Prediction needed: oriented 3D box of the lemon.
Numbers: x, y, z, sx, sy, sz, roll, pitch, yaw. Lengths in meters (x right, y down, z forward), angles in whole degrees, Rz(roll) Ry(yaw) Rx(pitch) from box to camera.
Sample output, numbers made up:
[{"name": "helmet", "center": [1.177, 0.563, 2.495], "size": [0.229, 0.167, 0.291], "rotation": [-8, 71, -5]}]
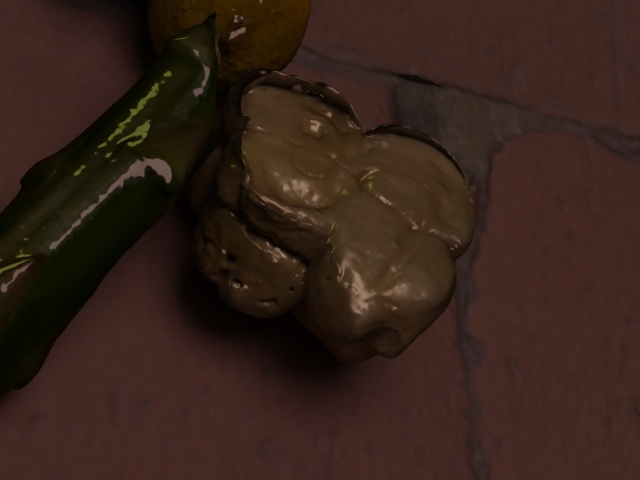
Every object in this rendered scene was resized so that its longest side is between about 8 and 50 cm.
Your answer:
[{"name": "lemon", "center": [-0.060, -0.155, 1.225], "size": [0.109, 0.109, 0.133], "rotation": [31, 32, -14]}]

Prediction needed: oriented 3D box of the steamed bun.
[{"name": "steamed bun", "center": [0.000, 0.000, 1.171], "size": [0.177, 0.106, 0.192], "rotation": [18, 44, -19]}]

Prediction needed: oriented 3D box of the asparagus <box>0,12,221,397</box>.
[{"name": "asparagus", "center": [-0.140, -0.015, 1.070], "size": [0.085, 0.082, 0.343], "rotation": [38, 54, 6]}]
